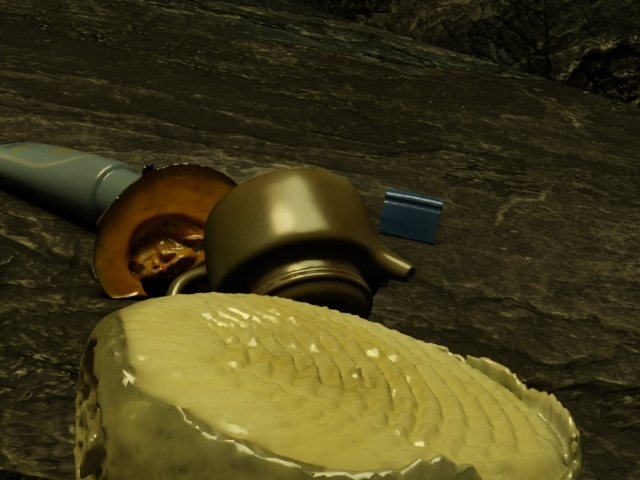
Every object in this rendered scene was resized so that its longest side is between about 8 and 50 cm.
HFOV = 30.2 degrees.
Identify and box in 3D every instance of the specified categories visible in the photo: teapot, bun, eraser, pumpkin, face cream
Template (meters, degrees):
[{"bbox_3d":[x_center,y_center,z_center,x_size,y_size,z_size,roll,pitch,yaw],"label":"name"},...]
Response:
[{"bbox_3d":[-0.035,0.048,1.244,0.267,0.185,0.175,-19,52,5],"label":"teapot"},{"bbox_3d":[-0.011,0.172,0.830,0.364,0.202,0.364,12,12,-3],"label":"bun"},{"bbox_3d":[0.130,-0.036,1.705,0.084,0.063,0.027,12,20,5],"label":"eraser"},{"bbox_3d":[-0.127,-0.021,1.377,0.278,0.163,0.111,5,21,-19],"label":"pumpkin"},{"bbox_3d":[-0.337,-0.083,1.575,0.385,0.086,0.135,19,20,37],"label":"face cream"}]

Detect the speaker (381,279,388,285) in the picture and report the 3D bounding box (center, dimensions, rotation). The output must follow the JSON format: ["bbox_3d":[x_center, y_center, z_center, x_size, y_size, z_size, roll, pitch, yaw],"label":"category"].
[{"bbox_3d":[0.000,0.000,1.564,0.082,0.044,0.218,-3,23,-33],"label":"speaker"}]
